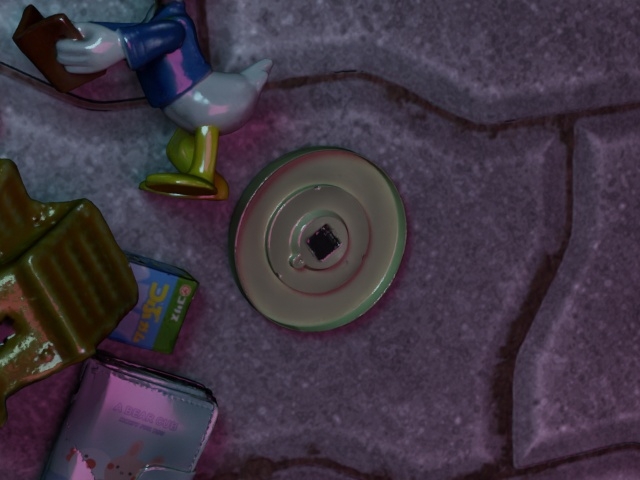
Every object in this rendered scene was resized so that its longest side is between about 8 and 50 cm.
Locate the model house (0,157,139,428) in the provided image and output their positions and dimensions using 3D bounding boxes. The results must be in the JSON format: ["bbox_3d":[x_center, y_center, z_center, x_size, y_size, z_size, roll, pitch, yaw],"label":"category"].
[{"bbox_3d":[-0.328,0.030,1.610,0.239,0.173,0.268,-31,97,-18],"label":"model house"}]

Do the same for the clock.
[{"bbox_3d":[0.000,0.000,1.880,0.235,0.029,0.235,-7,108,-23],"label":"clock"}]

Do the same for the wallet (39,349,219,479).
[{"bbox_3d":[-0.239,0.270,1.830,0.176,0.075,0.250,20,96,-22],"label":"wallet"}]

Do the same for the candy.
[{"bbox_3d":[-0.246,0.059,1.767,0.194,0.062,0.097,19,96,-27],"label":"candy"}]

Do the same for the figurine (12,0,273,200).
[{"bbox_3d":[-0.191,-0.228,1.679,0.284,0.204,0.338,13,87,-20],"label":"figurine"}]
